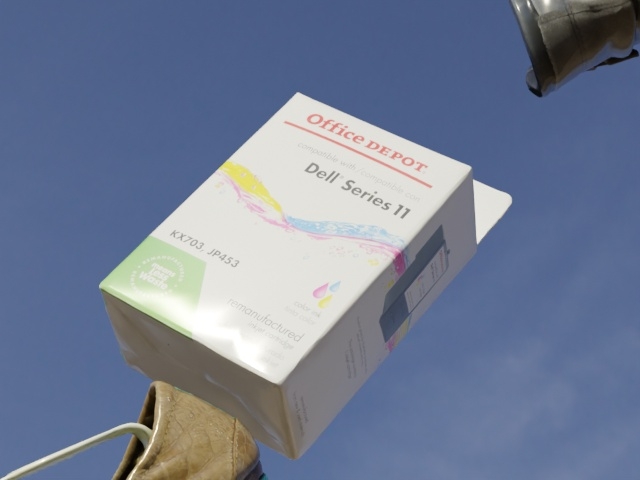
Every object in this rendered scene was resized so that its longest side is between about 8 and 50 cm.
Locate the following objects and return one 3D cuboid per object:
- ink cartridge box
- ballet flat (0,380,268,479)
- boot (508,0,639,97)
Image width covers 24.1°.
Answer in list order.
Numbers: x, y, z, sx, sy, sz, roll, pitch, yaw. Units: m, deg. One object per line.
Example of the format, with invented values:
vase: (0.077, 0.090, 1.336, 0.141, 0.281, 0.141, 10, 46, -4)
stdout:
ink cartridge box: (0.000, 0.000, 1.344, 0.207, 0.353, 0.119, 25, -34, 28)
ballet flat: (-0.180, 0.213, 0.930, 0.124, 0.342, 0.116, 48, -24, -4)
boot: (0.230, -0.174, 0.899, 0.222, 0.338, 0.118, -19, -89, 23)
